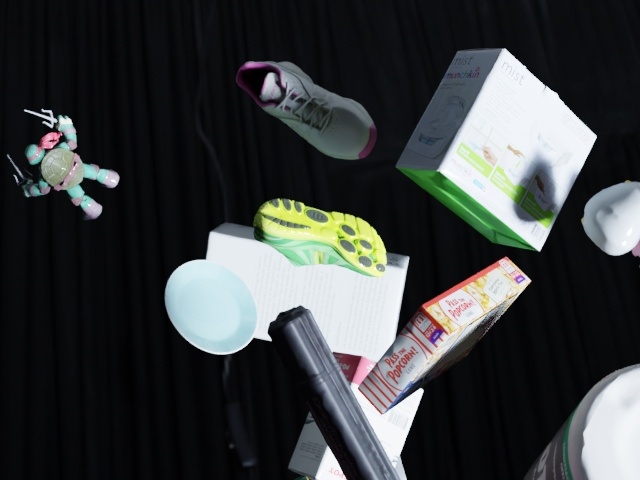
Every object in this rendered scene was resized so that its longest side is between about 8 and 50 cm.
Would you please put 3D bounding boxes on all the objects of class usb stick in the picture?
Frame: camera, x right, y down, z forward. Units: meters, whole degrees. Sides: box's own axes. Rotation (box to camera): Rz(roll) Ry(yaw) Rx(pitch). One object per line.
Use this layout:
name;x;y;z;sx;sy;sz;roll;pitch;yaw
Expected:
usb stick;0.025;0.199;1.075;0.045;0.278;0.077;-27;178;-31

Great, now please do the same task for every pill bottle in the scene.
pill bottle;0.335;0.296;1.106;0.204;0.204;0.361;-4;149;-5

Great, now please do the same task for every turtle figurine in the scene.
turtle figurine;-0.514;-0.141;1.939;0.175;0.118;0.234;-50;131;3

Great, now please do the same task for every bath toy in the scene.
bath toy;0.569;-0.002;1.559;0.348;0.151;0.129;25;121;-23

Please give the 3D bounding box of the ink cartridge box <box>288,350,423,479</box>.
ink cartridge box;0.066;0.350;1.830;0.172;0.237;0.100;32;162;-32

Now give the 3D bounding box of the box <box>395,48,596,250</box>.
box;0.295;-0.148;1.623;0.262;0.231;0.127;33;169;-31

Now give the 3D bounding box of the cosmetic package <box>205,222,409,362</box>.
cosmetic package;-0.039;0.116;2.282;0.453;0.230;0.161;11;-168;6

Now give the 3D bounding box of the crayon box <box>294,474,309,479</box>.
crayon box;0.030;0.483;1.383;0.081;0.278;0.165;-32;130;-7

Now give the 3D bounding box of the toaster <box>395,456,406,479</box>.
toaster;0.106;0.518;2.064;0.110;0.186;0.168;-11;162;-17

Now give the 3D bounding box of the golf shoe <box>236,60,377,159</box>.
golf shoe;-0.033;-0.236;1.781;0.140;0.306;0.115;7;113;-52

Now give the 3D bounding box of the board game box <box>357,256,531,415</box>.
board game box;0.143;0.106;1.127;0.193;0.045;0.147;-22;152;-50

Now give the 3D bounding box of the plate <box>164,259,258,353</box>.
plate;-0.200;0.123;1.793;0.188;0.188;0.024;11;147;-31

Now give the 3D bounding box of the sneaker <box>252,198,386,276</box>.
sneaker;0.000;0.000;2.019;0.295;0.109;0.123;22;150;-13
